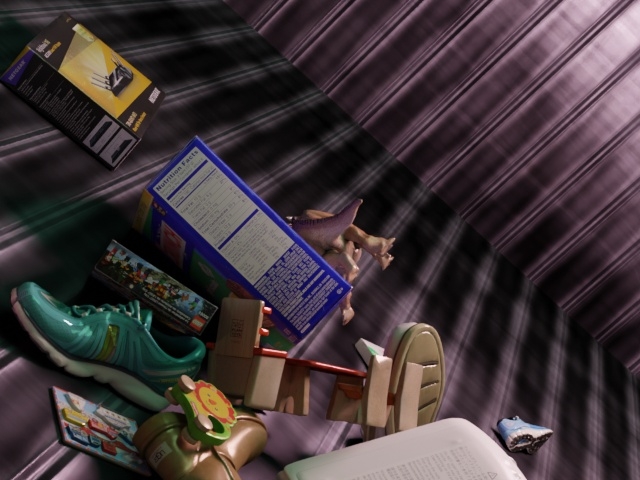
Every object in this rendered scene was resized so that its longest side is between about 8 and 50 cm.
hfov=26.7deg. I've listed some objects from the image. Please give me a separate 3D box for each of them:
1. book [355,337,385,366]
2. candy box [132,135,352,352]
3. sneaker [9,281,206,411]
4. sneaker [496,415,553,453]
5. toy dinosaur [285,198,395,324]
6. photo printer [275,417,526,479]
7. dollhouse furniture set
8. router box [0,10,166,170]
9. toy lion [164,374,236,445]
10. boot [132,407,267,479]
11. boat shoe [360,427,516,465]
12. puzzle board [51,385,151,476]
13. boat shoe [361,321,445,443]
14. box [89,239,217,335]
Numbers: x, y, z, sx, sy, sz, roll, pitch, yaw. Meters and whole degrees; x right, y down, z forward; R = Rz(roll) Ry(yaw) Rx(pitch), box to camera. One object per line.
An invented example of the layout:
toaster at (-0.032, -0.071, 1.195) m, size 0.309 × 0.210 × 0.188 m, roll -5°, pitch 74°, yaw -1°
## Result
book at (0.134, 0.235, 2.453) m, size 0.144 × 0.035 × 0.096 m, roll 27°, pitch 19°, yaw -40°
candy box at (-0.126, 0.020, 2.024) m, size 0.317 × 0.122 × 0.268 m, roll 45°, pitch -15°, yaw 1°
sneaker at (-0.265, 0.112, 1.691) m, size 0.275 × 0.110 × 0.107 m, roll 30°, pitch 21°, yaw -35°
sneaker at (0.402, 0.374, 2.666) m, size 0.162 × 0.063 × 0.073 m, roll 19°, pitch 25°, yaw -54°
toy dinosaur at (0.000, 0.000, 2.105) m, size 0.200 × 0.127 × 0.296 m, roll 38°, pitch -15°, yaw 16°
photo printer at (0.127, 0.358, 1.711) m, size 0.307 × 0.107 × 0.256 m, roll -13°, pitch 44°, yaw -20°
dollhouse furniture set at (-0.028, 0.166, 1.813) m, size 0.262 × 0.135 × 0.259 m, roll 2°, pitch -10°, yaw 40°
router box at (-0.405, -0.268, 2.360) m, size 0.243 × 0.081 × 0.309 m, roll 39°, pitch 17°, yaw -12°
toy lion at (-0.135, 0.206, 1.617) m, size 0.096 × 0.034 × 0.100 m, roll 27°, pitch 25°, yaw -44°
boot at (-0.087, 0.330, 1.609) m, size 0.236 × 0.089 × 0.269 m, roll 6°, pitch 39°, yaw -53°
boat shoe at (0.188, 0.346, 2.165) m, size 0.320 × 0.103 × 0.118 m, roll 30°, pitch 21°, yaw -37°
puzzle board at (-0.258, 0.225, 1.600) m, size 0.128 × 0.011 × 0.096 m, roll 31°, pitch 20°, yaw -36°
boat shoe at (0.105, 0.251, 1.956) m, size 0.113 × 0.302 × 0.103 m, roll -13°, pitch 26°, yaw -38°
box at (-0.227, 0.067, 1.800) m, size 0.159 × 0.044 × 0.233 m, roll 34°, pitch -10°, yaw -7°
